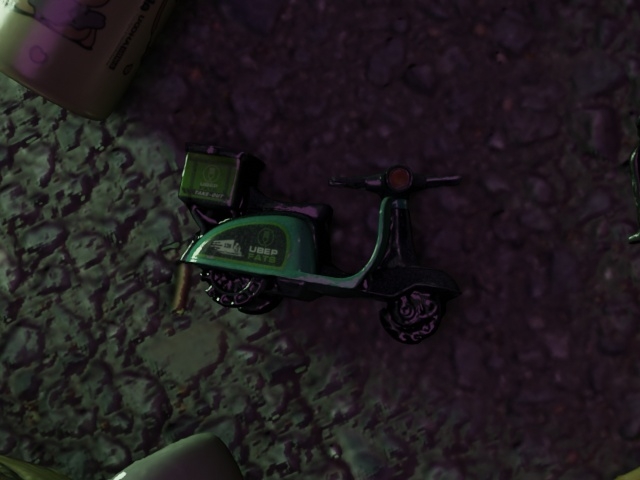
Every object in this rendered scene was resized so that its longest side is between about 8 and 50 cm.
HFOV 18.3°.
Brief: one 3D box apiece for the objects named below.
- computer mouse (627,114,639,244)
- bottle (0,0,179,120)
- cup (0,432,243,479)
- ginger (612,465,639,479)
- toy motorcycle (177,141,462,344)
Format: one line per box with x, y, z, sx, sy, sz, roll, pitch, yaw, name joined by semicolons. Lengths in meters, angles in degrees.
0.265;-0.058;1.058;0.231;0.071;0.126;-41;65;19;computer mouse
-0.119;-0.183;1.151;0.110;0.097;0.209;31;96;3;bottle
-0.158;0.191;1.069;0.301;0.257;0.227;-35;82;13;cup
0.160;0.179;1.078;0.165;0.067;0.096;-36;58;12;ginger
0.000;0.000;1.135;0.173;0.058;0.100;9;85;18;toy motorcycle
